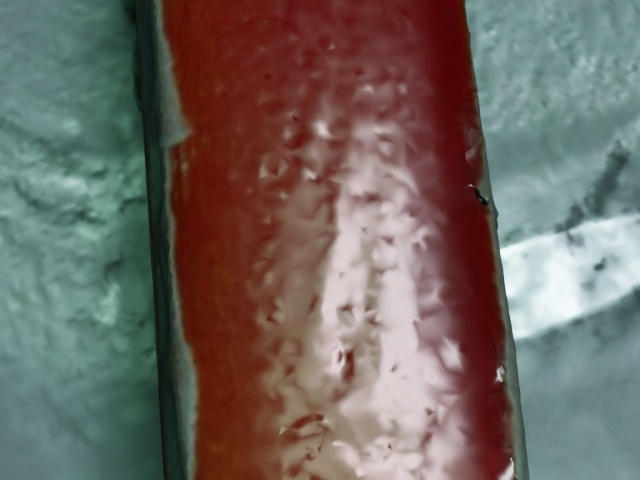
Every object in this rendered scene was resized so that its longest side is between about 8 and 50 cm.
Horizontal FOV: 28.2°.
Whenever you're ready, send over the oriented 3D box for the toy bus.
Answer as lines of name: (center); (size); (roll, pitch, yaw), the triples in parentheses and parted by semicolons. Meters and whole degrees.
toy bus: (0.000, 0.000, 0.390); (0.121, 0.120, 0.265); (-4, 73, -5)
